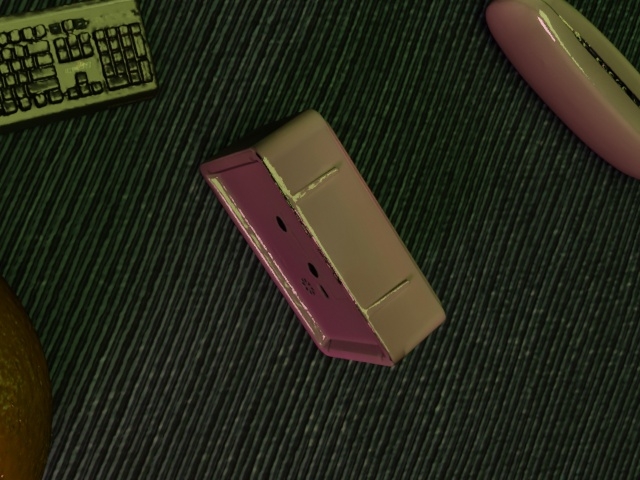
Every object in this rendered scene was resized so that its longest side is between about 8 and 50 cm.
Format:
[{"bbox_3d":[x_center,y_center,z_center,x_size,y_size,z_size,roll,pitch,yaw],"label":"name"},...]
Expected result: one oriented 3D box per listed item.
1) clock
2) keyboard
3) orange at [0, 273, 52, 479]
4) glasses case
[{"bbox_3d":[0.000,0.000,0.892,0.063,0.150,0.197,-37,102,-19],"label":"clock"},{"bbox_3d":[-0.241,-0.130,0.869,0.230,0.025,0.094,-17,98,-20],"label":"keyboard"},{"bbox_3d":[-0.302,0.113,0.718,0.274,0.274,0.274,0,89,-21],"label":"orange"},{"bbox_3d":[0.241,-0.140,1.016,0.233,0.092,0.059,42,78,-14],"label":"glasses case"}]
